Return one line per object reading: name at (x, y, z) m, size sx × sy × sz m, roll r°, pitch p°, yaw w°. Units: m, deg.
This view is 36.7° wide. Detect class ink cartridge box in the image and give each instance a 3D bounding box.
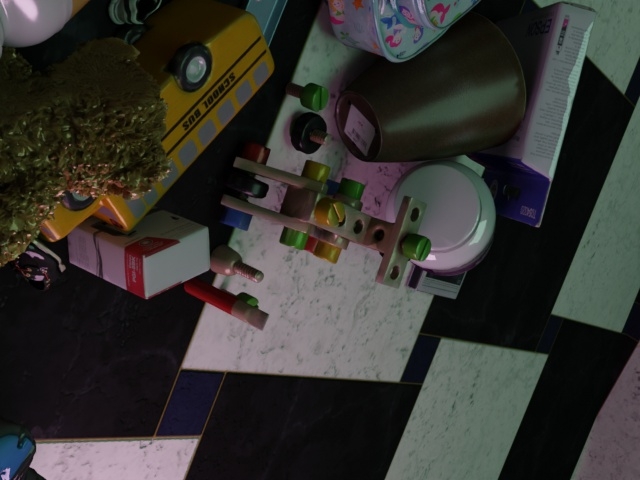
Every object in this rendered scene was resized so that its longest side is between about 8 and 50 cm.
ink cartridge box at (-0.207, 0.005, 1.091) m, size 0.099 × 0.135 × 0.056 m, roll -27°, pitch 128°, yaw -45°
ink cartridge box at (0.315, -0.204, 1.562) m, size 0.324 × 0.071 × 0.330 m, roll -138°, pitch -118°, yaw -80°

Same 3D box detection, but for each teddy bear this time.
teddy bear at (-0.302, -0.079, 0.835) m, size 0.338 × 0.245 × 0.113 m, roll -32°, pitch 156°, yaw -37°

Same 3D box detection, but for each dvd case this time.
dvd case at (0.254, -0.011, 1.823) m, size 0.179 × 0.029 × 0.239 m, roll 15°, pitch 97°, yaw -57°

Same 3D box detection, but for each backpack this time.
backpack at (0.112, -0.369, 1.275) m, size 0.225 × 0.191 × 0.253 m, roll -42°, pitch 144°, yaw -34°

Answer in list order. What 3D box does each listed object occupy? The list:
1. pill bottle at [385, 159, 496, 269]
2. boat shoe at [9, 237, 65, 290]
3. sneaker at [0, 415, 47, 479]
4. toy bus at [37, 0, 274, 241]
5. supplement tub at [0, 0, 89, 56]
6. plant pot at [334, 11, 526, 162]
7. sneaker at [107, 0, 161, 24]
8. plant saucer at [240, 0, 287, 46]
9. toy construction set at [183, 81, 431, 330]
pill bottle at (0.190, -0.034, 1.512) m, size 0.169 × 0.169 × 0.301 m, roll -66°, pitch 168°, yaw -1°
boat shoe at (-0.300, 0.022, 1.012) m, size 0.042 × 0.049 × 0.133 m, roll -51°, pitch 175°, yaw -16°
sneaker at (-0.376, 0.263, 1.040) m, size 0.125 × 0.139 × 0.341 m, roll -50°, pitch 163°, yaw -40°
toy bus at (-0.199, -0.129, 1.047) m, size 0.333 × 0.108 × 0.130 m, roll -52°, pitch 146°, yaw -22°
supplement tub at (-0.242, -0.301, 0.768) m, size 0.316 × 0.228 × 0.228 m, roll -51°, pitch 144°, yaw -21°
plant pot at (0.143, -0.201, 1.419) m, size 0.230 × 0.215 × 0.215 m, roll -25°, pitch 130°, yaw -28°
sneaker at (-0.180, -0.272, 1.043) m, size 0.109 × 0.044 × 0.040 m, roll -57°, pitch 144°, yaw -17°
plant saucer at (-0.072, -0.295, 1.203) m, size 0.067 × 0.018 × 0.192 m, roll 18°, pitch 96°, yaw -57°
toy construction set at (0.000, 0.000, 1.284) m, size 0.309 × 0.237 × 0.257 m, roll -52°, pitch 144°, yaw -19°
